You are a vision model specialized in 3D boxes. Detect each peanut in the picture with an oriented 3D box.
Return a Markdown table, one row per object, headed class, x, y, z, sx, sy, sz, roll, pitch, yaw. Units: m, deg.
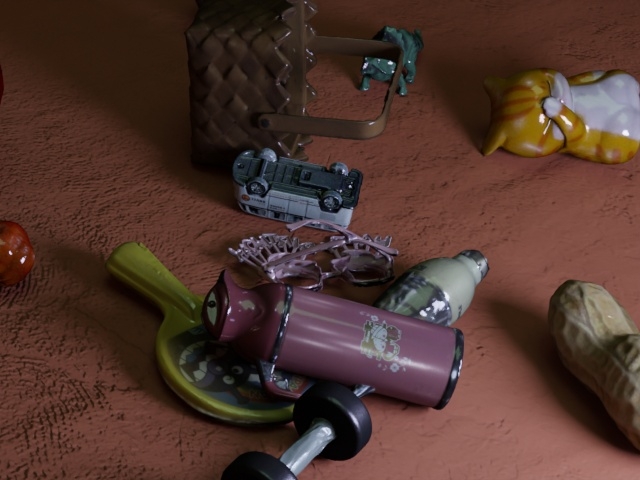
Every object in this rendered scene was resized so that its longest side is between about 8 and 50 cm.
| class | x | y | z | sx | sy | sz | roll | pitch | yaw |
| --- | --- | --- | --- | --- | --- | --- | --- | --- | --- |
| peanut | 0.400 | 0.162 | 1.808 | 0.120 | 0.136 | 0.298 | -13 | 42 | -24 |

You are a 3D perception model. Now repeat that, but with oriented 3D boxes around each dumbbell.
| class | x | y | z | sx | sy | sz | roll | pitch | yaw |
| --- | --- | --- | --- | --- | --- | --- | --- | --- | --- |
| dumbbell | -0.026 | 0.254 | 1.603 | 0.100 | 0.100 | 0.191 | 28 | 39 | 21 |

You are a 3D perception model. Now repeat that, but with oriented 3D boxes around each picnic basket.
| class | x | y | z | sx | sy | sz | roll | pitch | yaw |
| --- | --- | --- | --- | --- | --- | --- | --- | --- | --- |
| picnic basket | -0.043 | -0.251 | 2.109 | 0.320 | 0.291 | 0.254 | 8 | 36 | 9 |

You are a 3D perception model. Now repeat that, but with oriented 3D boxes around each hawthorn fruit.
| class | x | y | z | sx | sy | sz | roll | pitch | yaw |
| --- | --- | --- | --- | --- | --- | --- | --- | --- | --- |
| hawthorn fruit | -0.423 | 0.015 | 1.822 | 0.093 | 0.093 | 0.093 | 7 | 37 | -5 |

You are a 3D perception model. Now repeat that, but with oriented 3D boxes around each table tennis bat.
| class | x | y | z | sx | sy | sz | roll | pitch | yaw |
| --- | --- | --- | --- | --- | --- | --- | --- | --- | --- |
| table tennis bat | -0.147 | 0.114 | 1.798 | 0.368 | 0.054 | 0.224 | 38 | 42 | 26 |

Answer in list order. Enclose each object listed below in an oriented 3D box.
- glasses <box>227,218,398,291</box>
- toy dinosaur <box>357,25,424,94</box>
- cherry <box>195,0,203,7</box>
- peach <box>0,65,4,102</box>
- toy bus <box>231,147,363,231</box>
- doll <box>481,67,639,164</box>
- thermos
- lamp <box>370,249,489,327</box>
| class | x | y | z | sx | sy | sz | roll | pitch | yaw |
| --- | --- | --- | --- | --- | --- | --- | --- | --- | --- |
| glasses | -0.003 | 0.004 | 1.950 | 0.255 | 0.095 | 0.162 | 0 | 19 | -18 |
| toy dinosaur | 0.137 | -0.322 | 2.440 | 0.079 | 0.120 | 0.292 | 14 | 11 | 22 |
| cherry | -0.126 | -0.460 | 2.454 | 0.213 | 0.184 | 0.266 | 26 | 24 | -3 |
| peach | -0.632 | -0.241 | 1.894 | 0.388 | 0.388 | 0.388 | 7 | 37 | -5 |
| toy bus | -0.038 | -0.072 | 2.039 | 0.193 | 0.089 | 0.087 | 11 | 45 | 2 |
| doll | 0.417 | -0.211 | 2.291 | 0.269 | 0.162 | 0.167 | 7 | 67 | -14 |
| thermos | 0.006 | 0.137 | 1.737 | 0.330 | 0.136 | 0.109 | 15 | 10 | -9 |
| lamp | 0.138 | 0.088 | 1.874 | 0.101 | 0.101 | 0.250 | 35 | 55 | 29 |
